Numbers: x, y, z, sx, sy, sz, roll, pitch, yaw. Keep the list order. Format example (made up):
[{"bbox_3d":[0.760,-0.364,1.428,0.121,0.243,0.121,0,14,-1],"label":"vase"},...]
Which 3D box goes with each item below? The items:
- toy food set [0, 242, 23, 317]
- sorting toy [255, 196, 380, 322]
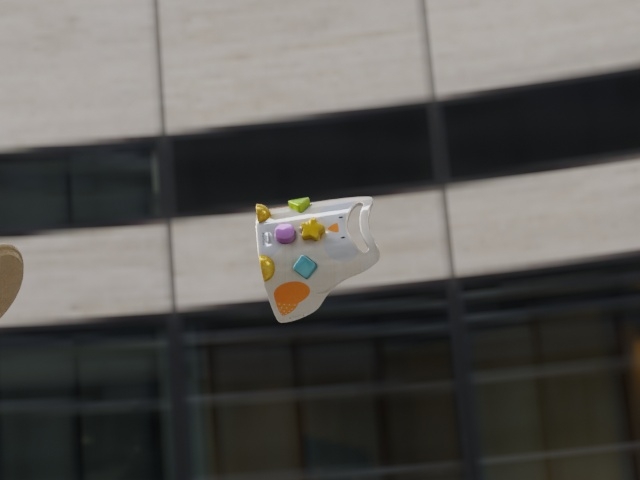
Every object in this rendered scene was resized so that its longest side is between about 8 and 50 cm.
[{"bbox_3d":[-0.240,0.036,1.293,0.020,0.083,0.082,36,1,24],"label":"toy food set"},{"bbox_3d":[0.000,0.000,1.180,0.075,0.083,0.045,-14,-36,10],"label":"sorting toy"}]
